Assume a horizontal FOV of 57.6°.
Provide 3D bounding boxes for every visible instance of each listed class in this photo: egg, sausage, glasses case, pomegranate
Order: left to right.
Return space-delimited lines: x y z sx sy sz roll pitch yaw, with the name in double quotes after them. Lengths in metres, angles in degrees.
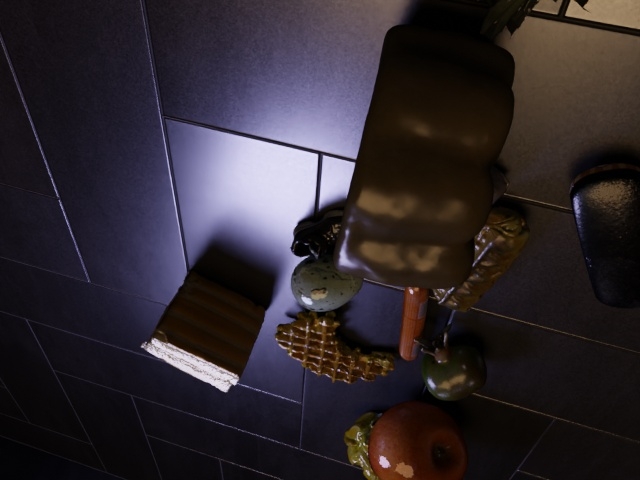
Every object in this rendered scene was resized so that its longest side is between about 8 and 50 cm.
0.014 0.089 1.278 0.164 0.131 0.131 -18 124 23 "egg"
0.212 0.181 1.325 0.053 0.053 0.347 11 142 13 "sausage"
0.294 0.282 1.350 0.152 0.131 0.191 -31 115 19 "pomegranate"
0.517 0.002 1.003 0.122 0.082 0.321 -8 131 31 "glasses case"

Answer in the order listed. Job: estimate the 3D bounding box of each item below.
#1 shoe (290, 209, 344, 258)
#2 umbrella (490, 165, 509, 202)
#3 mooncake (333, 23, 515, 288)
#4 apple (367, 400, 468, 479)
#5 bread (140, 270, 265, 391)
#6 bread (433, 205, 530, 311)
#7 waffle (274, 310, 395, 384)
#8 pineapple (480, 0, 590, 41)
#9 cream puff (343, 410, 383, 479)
0.000 0.000 1.212 0.169 0.099 0.071 -17 122 35 "shoe"
0.228 -0.020 1.113 0.067 0.073 0.337 62 142 21 "umbrella"
0.150 -0.109 0.844 0.201 0.378 0.378 12 137 2 "mooncake"
0.264 0.556 1.546 0.272 0.251 0.206 44 159 -15 "apple"
-0.286 0.219 1.463 0.246 0.239 0.111 28 132 -8 "bread"
0.307 0.037 1.128 0.087 0.098 0.269 -10 146 -27 "bread"
0.027 0.280 1.515 0.293 0.069 0.260 41 137 -22 "waffle"
0.306 -0.355 0.710 0.130 0.118 0.277 29 143 -35 "pineapple"
0.159 0.615 1.723 0.195 0.194 0.220 -4 127 27 "cream puff"
